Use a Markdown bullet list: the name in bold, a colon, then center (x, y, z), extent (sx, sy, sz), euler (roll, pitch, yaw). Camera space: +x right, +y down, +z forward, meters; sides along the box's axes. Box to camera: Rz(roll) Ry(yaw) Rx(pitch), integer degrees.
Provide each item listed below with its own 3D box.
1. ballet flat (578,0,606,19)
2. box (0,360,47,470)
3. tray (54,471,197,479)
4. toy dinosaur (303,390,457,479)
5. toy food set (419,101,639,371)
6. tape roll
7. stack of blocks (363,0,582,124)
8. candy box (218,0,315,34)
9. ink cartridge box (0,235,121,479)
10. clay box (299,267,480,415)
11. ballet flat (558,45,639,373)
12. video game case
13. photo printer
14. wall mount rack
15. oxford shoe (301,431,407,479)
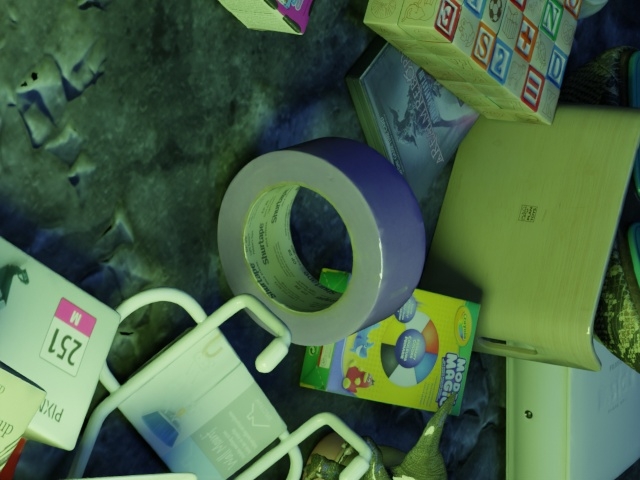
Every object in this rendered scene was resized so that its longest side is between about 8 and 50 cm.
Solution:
- **ballet flat**: center (0.287, -0.354, 2.256), extent (0.400, 0.139, 0.139), euler (31, 72, -56)
- **box**: center (-0.326, 0.194, 1.422), extent (0.275, 0.094, 0.113), euler (-60, 144, -5)
- **tray**: center (-0.231, 0.264, 1.610), extent (0.270, 0.030, 0.145), euler (0, 102, -35)
- **toy dinosaur**: center (0.052, 0.280, 1.955), extent (0.160, 0.121, 0.313), euler (33, 91, -24)
- **toy food set**: center (0.251, -0.017, 2.200), extent (0.092, 0.220, 0.306), euler (32, 70, -54)
- **tape roll**: center (0.000, 0.000, 1.845), extent (0.080, 0.189, 0.189), euler (-22, 116, -54)
- **stack of blocks**: center (0.172, -0.255, 2.096), extent (0.297, 0.087, 0.171), euler (29, 73, -55)
- **candy box**: center (-0.072, -0.310, 1.767), extent (0.233, 0.071, 0.159), euler (40, 64, -54)
- **ink cartridge box**: center (-0.290, 0.118, 1.549), extent (0.275, 0.060, 0.239), euler (40, 63, -53)
- **clay box**: center (0.087, 0.112, 2.074), extent (0.222, 0.053, 0.127), euler (13, 86, -37)
- **ballet flat**: center (0.348, -0.005, 2.300), extent (0.164, 0.182, 0.482), euler (28, 47, -41)
- **video game case**: center (0.126, -0.187, 2.146), extent (0.274, 0.026, 0.196), euler (-55, 139, -36)
- **photo printer**: center (0.329, 0.160, 2.466), extent (0.256, 0.107, 0.307), euler (-23, 117, -53)
- **wall mount rack**: center (-0.121, 0.218, 1.780), extent (0.304, 0.130, 0.350), euler (-40, 135, -8)
- **oxford shoe**: center (0.065, 0.403, 2.082), extent (0.140, 0.146, 0.397), euler (-34, 126, -50)
